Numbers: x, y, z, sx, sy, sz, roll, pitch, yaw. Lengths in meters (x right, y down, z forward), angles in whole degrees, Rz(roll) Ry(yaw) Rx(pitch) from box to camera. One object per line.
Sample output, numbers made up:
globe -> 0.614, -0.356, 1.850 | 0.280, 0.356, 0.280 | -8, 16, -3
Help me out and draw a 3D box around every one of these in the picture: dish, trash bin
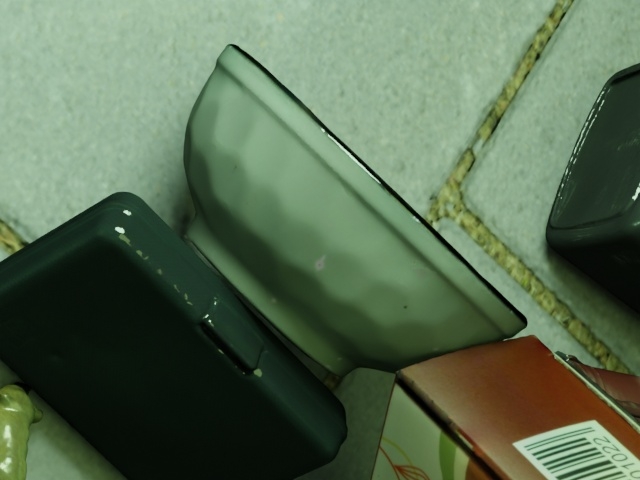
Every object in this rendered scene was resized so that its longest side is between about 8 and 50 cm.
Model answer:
dish -> 0.000, 0.000, 1.286 | 0.120, 0.303, 0.303 | -47, 114, 1
trash bin -> 0.340, -0.005, 1.531 | 0.290, 0.182, 0.209 | 32, 72, -22

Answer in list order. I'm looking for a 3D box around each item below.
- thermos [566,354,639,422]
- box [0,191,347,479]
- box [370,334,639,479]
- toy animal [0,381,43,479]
thermos -> 0.235, 0.146, 1.488 | 0.232, 0.124, 0.099 | 14, 72, -24
box -> -0.108, 0.083, 1.252 | 0.230, 0.160, 0.050 | 47, 35, -22
box -> 0.153, 0.316, 1.202 | 0.122, 0.344, 0.385 | -11, 127, -33
toy animal -> -0.231, 0.189, 1.213 | 0.101, 0.103, 0.219 | 43, 69, 2
